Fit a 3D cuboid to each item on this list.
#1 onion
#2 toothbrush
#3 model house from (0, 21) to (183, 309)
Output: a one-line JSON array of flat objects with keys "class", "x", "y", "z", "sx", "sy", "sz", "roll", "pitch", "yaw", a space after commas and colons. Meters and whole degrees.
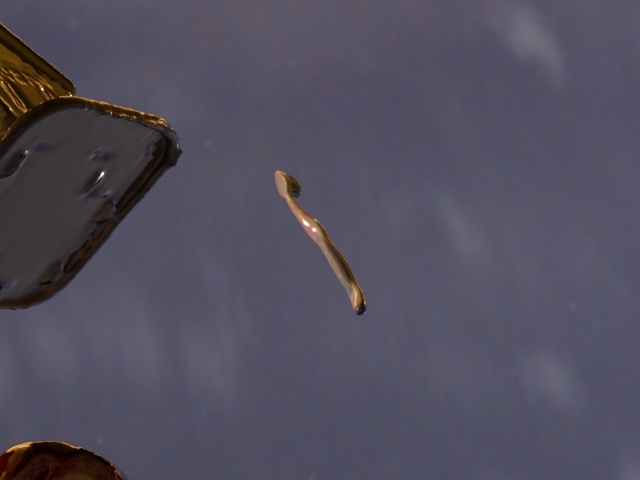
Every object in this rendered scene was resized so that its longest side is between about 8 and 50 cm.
[{"class": "onion", "x": -0.252, "y": 0.287, "z": 1.765, "sx": 0.173, "sy": 0.135, "sz": 0.198, "roll": 33, "pitch": -108, "yaw": 16}, {"class": "toothbrush", "x": 0.000, "y": 0.000, "z": 2.174, "sx": 0.027, "sy": 0.021, "sz": 0.269, "roll": 1, "pitch": -144, "yaw": -26}, {"class": "model house", "x": -0.292, "y": -0.115, "z": 1.581, "sx": 0.279, "sy": 0.218, "sz": 0.205, "roll": 52, "pitch": -161, "yaw": 23}]
